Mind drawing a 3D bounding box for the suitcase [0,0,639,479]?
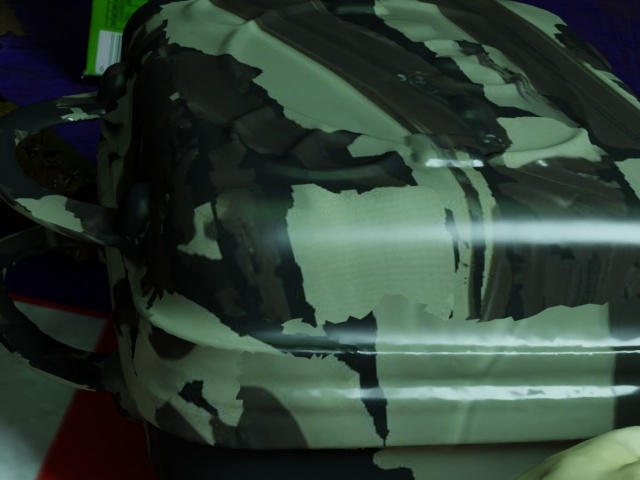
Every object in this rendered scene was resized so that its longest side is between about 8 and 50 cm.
[{"bbox_3d":[0.000,0.000,0.839,0.339,0.193,0.351,-1,25,-11],"label":"suitcase"}]

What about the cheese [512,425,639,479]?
[{"bbox_3d":[0.129,0.167,0.492,0.226,0.213,0.117,17,20,25],"label":"cheese"}]

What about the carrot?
[{"bbox_3d":[-0.202,-0.058,1.030,0.069,0.069,0.229,-13,35,-43],"label":"carrot"}]

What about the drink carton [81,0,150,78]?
[{"bbox_3d":[-0.098,-0.251,1.243,0.108,0.271,0.161,9,24,-2],"label":"drink carton"}]
